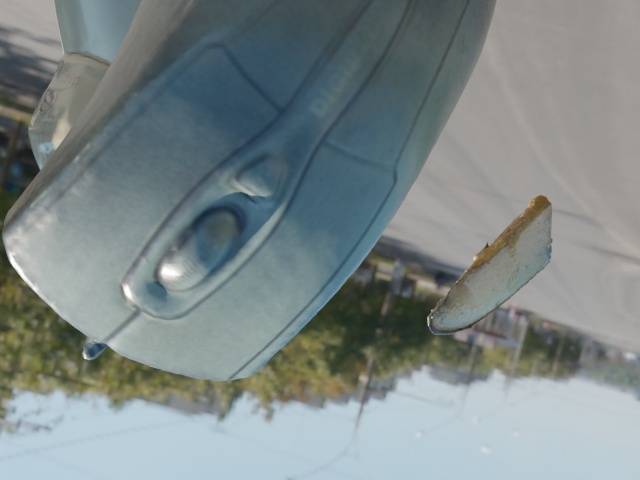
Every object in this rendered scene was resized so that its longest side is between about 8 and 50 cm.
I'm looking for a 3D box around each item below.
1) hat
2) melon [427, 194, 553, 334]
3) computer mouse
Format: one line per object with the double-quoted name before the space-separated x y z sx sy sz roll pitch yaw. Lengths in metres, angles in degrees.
"hat" -0.218 -0.142 1.139 0.219 0.164 0.226 14 140 52
"melon" 0.167 0.038 1.262 0.054 0.182 0.098 41 162 19
"computer mouse" -0.027 -0.071 0.691 0.188 0.371 0.122 33 -172 -20
